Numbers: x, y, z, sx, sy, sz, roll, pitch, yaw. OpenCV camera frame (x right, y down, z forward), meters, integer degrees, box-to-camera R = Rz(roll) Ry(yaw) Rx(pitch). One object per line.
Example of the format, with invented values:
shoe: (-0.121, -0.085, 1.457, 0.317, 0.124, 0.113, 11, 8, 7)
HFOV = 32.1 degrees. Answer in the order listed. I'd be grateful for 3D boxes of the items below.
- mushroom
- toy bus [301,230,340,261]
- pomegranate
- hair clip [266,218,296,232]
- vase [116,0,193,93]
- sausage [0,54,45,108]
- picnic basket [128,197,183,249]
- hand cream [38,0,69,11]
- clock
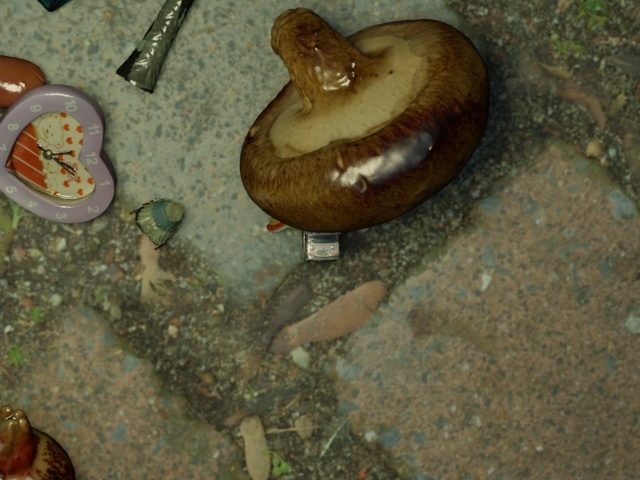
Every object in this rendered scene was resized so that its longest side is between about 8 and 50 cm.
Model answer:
mushroom: (0.064, -0.152, 1.458, 0.239, 0.345, 0.345, 21, 95, -44)
toy bus: (0.000, 0.000, 1.562, 0.052, 0.102, 0.058, -1, 94, -5)
pomegranate: (-0.429, 0.314, 1.500, 0.214, 0.214, 0.247, 19, 121, -7)
hair clip: (0.004, -0.069, 1.578, 0.188, 0.060, 0.033, -36, 115, -4)
vase: (-0.218, -0.288, 1.533, 0.059, 0.059, 0.167, 30, 93, -7)
sausage: (-0.473, -0.221, 1.511, 0.194, 0.077, 0.077, 5, 96, -4)
picnic basket: (-0.230, -0.028, 1.564, 0.065, 0.083, 0.083, 49, 135, -9)
hand cream: (-0.425, -0.438, 1.506, 0.120, 0.061, 0.270, -41, 90, 6)
clock: (-0.373, -0.119, 1.522, 0.172, 0.064, 0.198, -7, 120, -1)
